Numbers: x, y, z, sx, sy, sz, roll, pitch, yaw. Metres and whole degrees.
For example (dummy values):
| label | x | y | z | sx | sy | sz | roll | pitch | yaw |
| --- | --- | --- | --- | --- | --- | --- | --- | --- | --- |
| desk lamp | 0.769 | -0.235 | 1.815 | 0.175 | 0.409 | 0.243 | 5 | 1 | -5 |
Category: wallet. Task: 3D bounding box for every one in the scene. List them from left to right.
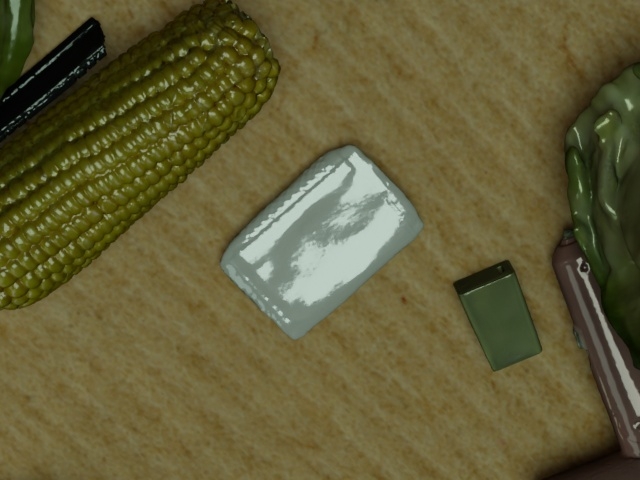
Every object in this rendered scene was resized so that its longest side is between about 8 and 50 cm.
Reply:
| label | x | y | z | sx | sy | sz | roll | pitch | yaw |
| --- | --- | --- | --- | --- | --- | --- | --- | --- | --- |
| wallet | 0.000 | 0.000 | 1.810 | 0.183 | 0.032 | 0.124 | -43 | 103 | 6 |

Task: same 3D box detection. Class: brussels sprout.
| label | x | y | z | sx | sy | sz | roll | pitch | yaw |
| --- | --- | --- | --- | --- | --- | --- | --- | --- | --- |
| brussels sprout | 0.384 | 0.005 | 1.694 | 0.315 | 0.371 | 0.276 | 7 | 138 | -39 |

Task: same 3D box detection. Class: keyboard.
| label | x | y | z | sx | sy | sz | roll | pitch | yaw |
| --- | --- | --- | --- | --- | --- | --- | --- | --- | --- |
| keyboard | -0.290 | -0.120 | 1.742 | 0.231 | 0.072 | 0.023 | -39 | 120 | 6 |

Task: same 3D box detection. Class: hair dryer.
| label | x | y | z | sx | sy | sz | roll | pitch | yaw |
| --- | --- | --- | --- | --- | --- | --- | --- | --- | --- |
| hair dryer | 0.285 | 0.158 | 1.837 | 0.210 | 0.125 | 0.352 | -21 | 95 | 3 |

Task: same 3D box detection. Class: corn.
| label | x | y | z | sx | sy | sz | roll | pitch | yaw |
| --- | --- | --- | --- | --- | --- | --- | --- | --- | --- |
| corn | -0.205 | -0.073 | 1.727 | 0.387 | 0.144 | 0.144 | -37 | 103 | 2 |

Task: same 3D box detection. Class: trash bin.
| label | x | y | z | sx | sy | sz | roll | pitch | yaw |
| --- | --- | --- | --- | --- | --- | --- | --- | --- | --- |
| trash bin | 0.178 | 0.076 | 1.833 | 0.061 | 0.043 | 0.092 | -23 | 106 | 3 |

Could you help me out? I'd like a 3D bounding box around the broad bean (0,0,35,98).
| label | x | y | z | sx | sy | sz | roll | pitch | yaw |
| --- | --- | --- | --- | --- | --- | --- | --- | --- | --- |
| broad bean | -0.399 | -0.182 | 1.695 | 0.291 | 0.119 | 0.238 | -36 | 108 | 7 |
